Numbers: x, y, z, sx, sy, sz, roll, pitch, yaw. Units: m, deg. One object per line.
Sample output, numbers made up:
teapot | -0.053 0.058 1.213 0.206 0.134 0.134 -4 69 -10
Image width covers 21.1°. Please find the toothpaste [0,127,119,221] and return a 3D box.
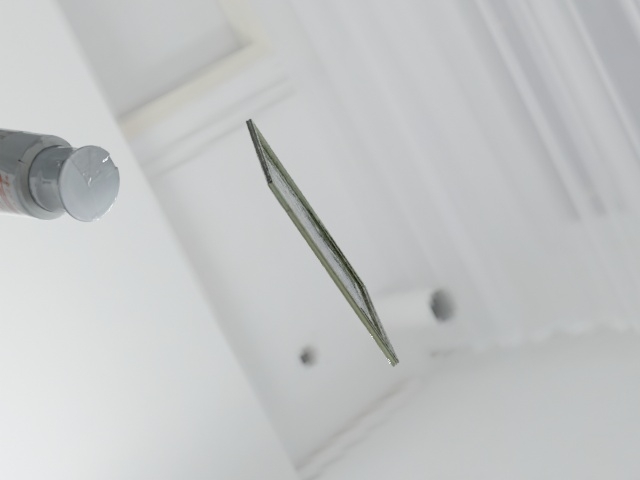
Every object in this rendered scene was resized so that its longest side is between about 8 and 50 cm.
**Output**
toothpaste | -0.234 -0.051 1.211 0.234 0.089 0.057 9 -134 44

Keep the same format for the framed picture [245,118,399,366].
framed picture | 0.000 0.000 1.656 0.010 0.231 0.173 -32 -153 5
